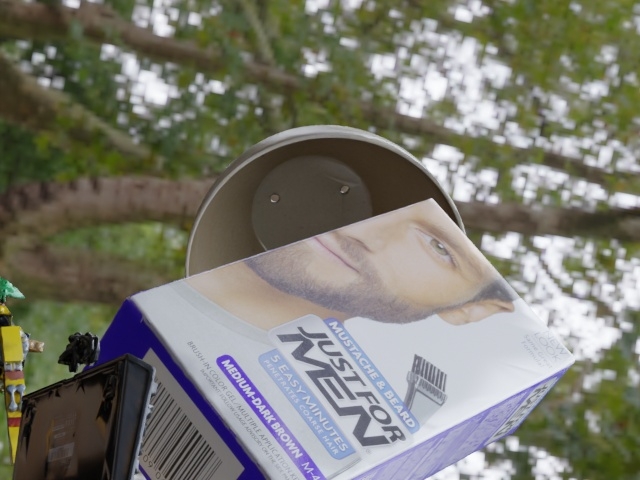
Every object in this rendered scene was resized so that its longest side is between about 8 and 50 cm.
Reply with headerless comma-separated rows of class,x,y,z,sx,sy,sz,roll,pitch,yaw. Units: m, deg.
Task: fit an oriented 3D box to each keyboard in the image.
keyboard,-0.130,0.099,0.806,0.180,0.023,0.108,-23,-122,59

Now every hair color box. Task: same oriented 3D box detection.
hair color box,0.015,0.096,1.094,0.185,0.338,0.110,50,-52,19

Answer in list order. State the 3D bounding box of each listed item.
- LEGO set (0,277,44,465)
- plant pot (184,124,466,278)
LEGO set,-0.288,0.140,0.859,0.192,0.254,0.331,-40,-150,63
plant pot,0.000,0.000,1.560,0.191,0.284,0.284,-104,-151,-70
